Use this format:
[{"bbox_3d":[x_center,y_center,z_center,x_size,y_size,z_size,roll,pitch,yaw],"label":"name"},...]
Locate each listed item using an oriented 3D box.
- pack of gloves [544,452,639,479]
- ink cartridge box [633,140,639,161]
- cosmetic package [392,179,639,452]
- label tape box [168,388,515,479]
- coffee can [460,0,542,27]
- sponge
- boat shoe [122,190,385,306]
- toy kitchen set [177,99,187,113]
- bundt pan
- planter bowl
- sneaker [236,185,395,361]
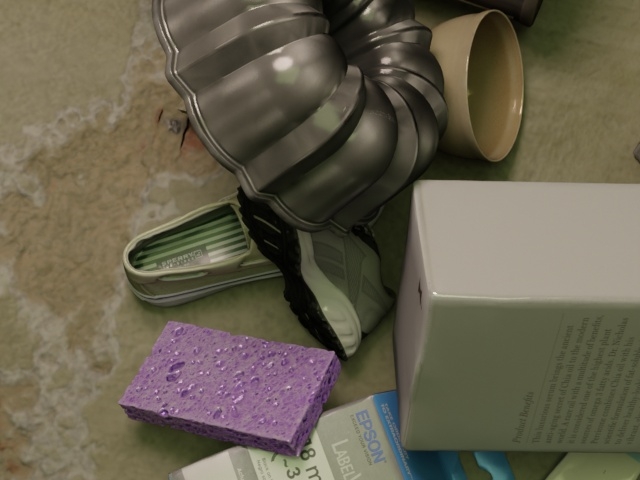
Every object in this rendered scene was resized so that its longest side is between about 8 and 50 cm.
[{"bbox_3d":[0.372,0.236,1.231,0.195,0.046,0.232,35,78,21],"label":"pack of gloves"},{"bbox_3d":[0.449,-0.112,1.252,0.176,0.127,0.128,-36,79,-6],"label":"ink cartridge box"},{"bbox_3d":[0.306,0.078,1.125,0.453,0.230,0.161,1,44,-3],"label":"cosmetic package"},{"bbox_3d":[0.044,0.288,1.192,0.333,0.106,0.241,-21,77,-2],"label":"label tape box"},{"bbox_3d":[0.137,-0.374,1.290,0.275,0.201,0.201,20,79,8],"label":"coffee can"},{"bbox_3d":[-0.093,0.149,1.208,0.210,0.031,0.117,7,48,28],"label":"sponge"},{"bbox_3d":[-0.069,-0.006,1.269,0.302,0.094,0.109,-24,77,-3],"label":"boat shoe"},{"bbox_3d":[-0.112,-0.154,1.339,0.083,0.075,0.068,18,71,47],"label":"toy kitchen set"},{"bbox_3d":[0.004,-0.176,1.105,0.124,0.331,0.331,-27,74,34],"label":"bundt pan"},{"bbox_3d":[0.142,-0.166,1.277,0.109,0.162,0.162,2,76,30],"label":"planter bowl"},{"bbox_3d":[0.000,0.000,1.206,0.108,0.271,0.100,-40,42,-16],"label":"sneaker"}]
